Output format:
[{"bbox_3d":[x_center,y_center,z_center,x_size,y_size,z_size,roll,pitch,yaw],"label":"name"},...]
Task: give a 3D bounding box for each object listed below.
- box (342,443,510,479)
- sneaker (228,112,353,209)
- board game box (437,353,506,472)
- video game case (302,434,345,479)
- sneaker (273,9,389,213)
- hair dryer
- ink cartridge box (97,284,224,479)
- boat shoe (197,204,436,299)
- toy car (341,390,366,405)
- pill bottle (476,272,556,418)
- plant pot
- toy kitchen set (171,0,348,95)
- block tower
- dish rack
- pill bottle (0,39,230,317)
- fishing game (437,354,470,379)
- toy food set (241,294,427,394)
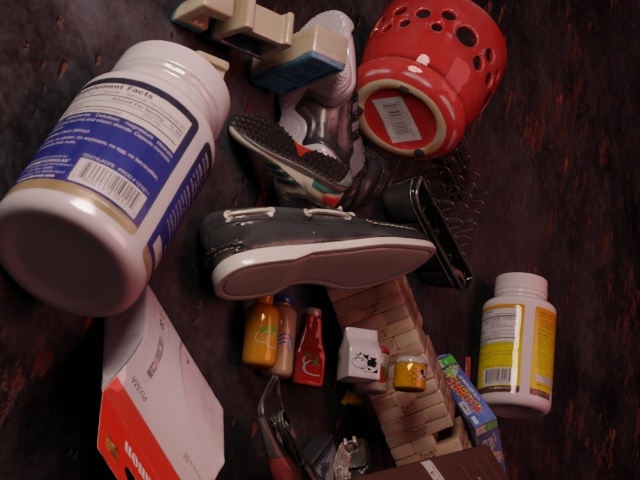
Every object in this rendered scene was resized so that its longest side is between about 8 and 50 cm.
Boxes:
[{"bbox_3d":[0.105,0.351,1.544,0.381,0.143,0.191,-2,53,-57],"label":"box"},{"bbox_3d":[-0.045,-0.084,1.670,0.075,0.161,0.057,-60,-178,38],"label":"sneaker"},{"bbox_3d":[0.206,0.268,1.930,0.136,0.035,0.201,-124,-166,-48],"label":"board game box"},{"bbox_3d":[-0.009,0.417,1.713,0.248,0.035,0.274,-46,125,-52],"label":"video game case"},{"bbox_3d":[0.020,-0.145,1.793,0.153,0.101,0.268,21,73,-58],"label":"sneaker"},{"bbox_3d":[-0.029,0.322,1.612,0.223,0.080,0.293,38,42,-39],"label":"hair dryer"},{"bbox_3d":[-0.152,0.182,1.394,0.232,0.066,0.189,-107,172,-58],"label":"ink cartridge box"},{"bbox_3d":[0.000,0.000,1.637,0.302,0.114,0.091,-1,57,-38],"label":"boat shoe"},{"bbox_3d":[0.077,0.208,1.888,0.122,0.040,0.060,-40,119,-55],"label":"toy car"},{"bbox_3d":[0.307,0.163,2.215,0.117,0.117,0.215,35,56,-53],"label":"pill bottle"},{"bbox_3d":[0.140,-0.217,1.917,0.191,0.191,0.174,62,40,-34],"label":"plant pot"},{"bbox_3d":[-0.090,-0.177,1.624,0.207,0.122,0.166,19,68,-36],"label":"toy kitchen set"},{"bbox_3d":[0.095,0.146,1.800,0.091,0.097,0.335,-60,127,-76],"label":"block tower"},{"bbox_3d":[0.180,-0.082,2.079,0.208,0.074,0.271,60,38,-37],"label":"dish rack"},{"bbox_3d":[-0.191,-0.067,1.359,0.153,0.153,0.264,62,37,-34],"label":"pill bottle"},{"bbox_3d":[0.161,0.255,2.031,0.264,0.041,0.189,-13,105,-65],"label":"fishing game"},{"bbox_3d":[0.013,0.118,1.693,0.232,0.111,0.104,9,73,-17],"label":"toy food set"}]
